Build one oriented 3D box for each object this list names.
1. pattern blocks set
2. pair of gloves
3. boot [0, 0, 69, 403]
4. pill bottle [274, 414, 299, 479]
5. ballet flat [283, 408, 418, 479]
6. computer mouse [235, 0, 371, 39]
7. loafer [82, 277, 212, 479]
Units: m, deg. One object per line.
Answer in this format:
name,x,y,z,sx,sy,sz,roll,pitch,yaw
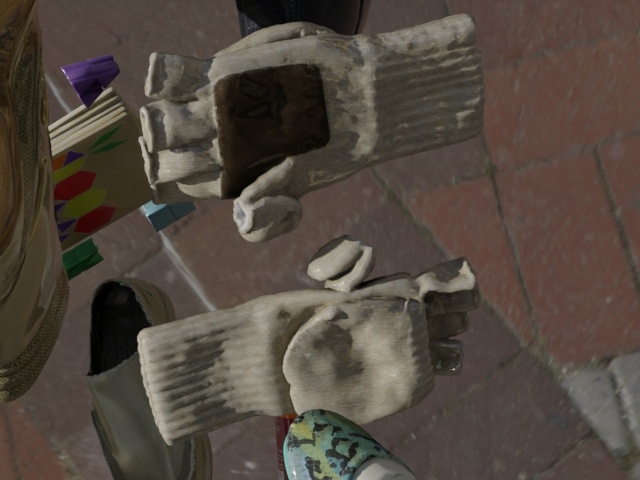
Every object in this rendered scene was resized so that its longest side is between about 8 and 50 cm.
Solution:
pattern blocks set,-0.207,-0.053,1.118,0.285,0.325,0.026,-27,70,-15
pair of gloves,0.000,0.000,0.731,0.204,0.042,0.240,-6,112,-18
boot,-0.201,-0.054,0.786,0.095,0.203,0.262,-6,60,-7
pill bottle,-0.001,0.228,1.338,0.086,0.086,0.152,-4,93,6
ballet flat,0.050,0.160,0.634,0.070,0.070,0.188,-30,91,-1
computer mouse,0.001,-0.149,0.928,0.072,0.272,0.188,17,45,22
loafer,-0.177,0.149,1.251,0.102,0.092,0.268,-26,58,13
